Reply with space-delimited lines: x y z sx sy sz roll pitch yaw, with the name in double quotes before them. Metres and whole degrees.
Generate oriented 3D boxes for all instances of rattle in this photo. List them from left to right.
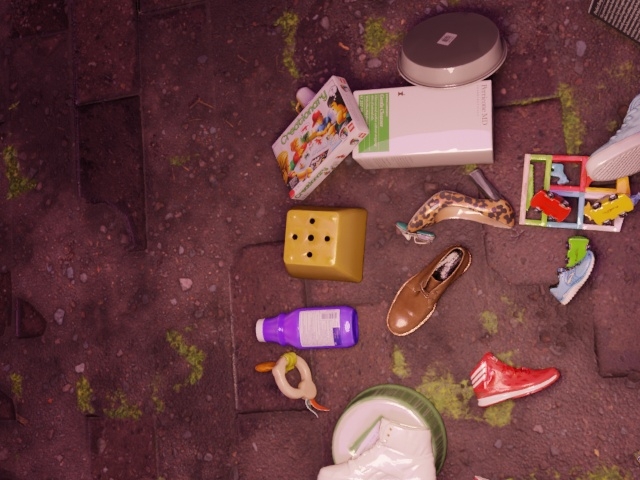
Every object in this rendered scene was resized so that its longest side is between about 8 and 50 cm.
"rattle" -0.084 0.422 1.940 0.143 0.130 0.199 -32 104 22

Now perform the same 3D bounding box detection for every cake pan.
"cake pan" 0.344 -0.513 1.831 0.293 0.054 0.293 -9 48 10

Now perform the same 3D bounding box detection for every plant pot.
"plant pot" 0.000 0.000 1.892 0.212 0.187 0.212 3 85 16

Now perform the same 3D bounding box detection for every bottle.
"bottle" -0.038 0.246 1.928 0.283 0.092 0.118 -5 83 15

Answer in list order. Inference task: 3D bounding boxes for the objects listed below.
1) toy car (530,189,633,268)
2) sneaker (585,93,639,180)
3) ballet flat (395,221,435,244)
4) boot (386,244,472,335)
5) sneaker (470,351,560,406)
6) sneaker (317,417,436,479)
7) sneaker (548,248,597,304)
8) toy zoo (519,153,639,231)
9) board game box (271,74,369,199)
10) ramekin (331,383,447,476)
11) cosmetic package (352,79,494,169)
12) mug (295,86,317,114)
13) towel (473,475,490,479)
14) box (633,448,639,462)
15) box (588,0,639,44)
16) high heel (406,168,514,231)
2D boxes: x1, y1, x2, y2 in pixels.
"toy car" 0.652 -0.028 1.745 0.239 0.053 0.225 3 119 18
"sneaker" 0.801 -0.280 1.723 0.366 0.135 0.150 -28 55 -3
"ballet flat" 0.257 -0.015 1.899 0.114 0.041 0.041 20 90 18
"boot" 0.279 0.130 1.840 0.112 0.115 0.305 41 98 14
"sneaker" 0.490 0.337 1.775 0.221 0.087 0.128 -23 80 11
"sneaker" 0.134 0.521 1.698 0.292 0.108 0.169 -4 82 5
"sneaker" 0.636 0.086 1.745 0.073 0.063 0.162 36 118 15
"toy zoo" 0.675 -0.123 1.793 0.293 0.030 0.192 4 86 16
"board game box" -0.007 -0.277 1.898 0.305 0.053 0.193 -44 55 36
"ramekin" 0.174 0.537 1.812 0.303 0.148 0.303 -2 84 16
"cosmetic package" 0.281 -0.305 1.858 0.365 0.155 0.197 -3 82 17
"mug" -0.044 -0.408 2.010 0.078 0.062 0.064 -40 68 2
"towel" 0.466 0.800 1.766 0.237 0.037 0.329 14 87 19
"box" 0.839 0.576 1.666 0.054 0.059 0.169 -40 76 10
"box" 0.912 -0.605 1.658 0.395 0.212 0.293 40 88 15
"high heel" 0.375 -0.051 1.835 0.261 0.093 0.186 -35 70 1
